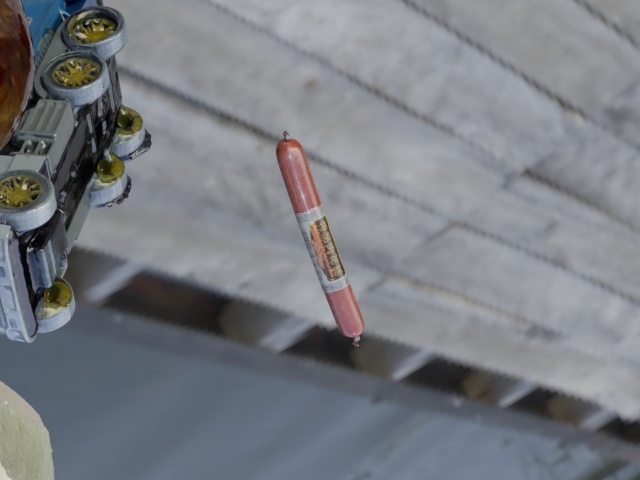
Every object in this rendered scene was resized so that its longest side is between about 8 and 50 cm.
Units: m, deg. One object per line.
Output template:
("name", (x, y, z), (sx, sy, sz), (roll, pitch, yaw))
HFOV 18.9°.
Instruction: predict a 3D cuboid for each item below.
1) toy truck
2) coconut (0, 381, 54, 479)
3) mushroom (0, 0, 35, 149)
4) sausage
("toy truck", (-0.258, -0.083, 1.649), (0.175, 0.367, 0.146), (4, 133, 11))
("coconut", (-0.345, 0.211, 1.740), (0.224, 0.234, 0.224), (-13, 107, -45))
("mushroom", (-0.322, -0.093, 1.210), (0.267, 0.267, 0.254), (14, 112, -56))
("sausage", (0.000, 0.000, 2.078), (0.034, 0.253, 0.034), (-19, -164, 5))
